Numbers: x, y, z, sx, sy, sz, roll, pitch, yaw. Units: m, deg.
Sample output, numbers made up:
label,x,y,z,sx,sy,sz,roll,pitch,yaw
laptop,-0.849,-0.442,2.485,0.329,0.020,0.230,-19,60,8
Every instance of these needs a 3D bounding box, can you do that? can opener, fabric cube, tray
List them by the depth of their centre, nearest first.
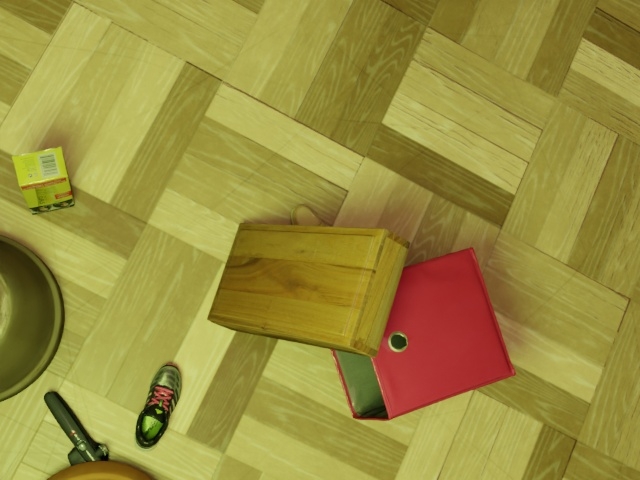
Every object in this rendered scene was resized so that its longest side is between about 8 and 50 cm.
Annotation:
label,x,y,z,sx,sy,sz,roll,pitch,yaw
tray,-0.036,0.077,1.599,0.076,0.411,0.203,27,75,-37
can opener,-0.448,0.355,1.635,0.073,0.059,0.186,-32,90,-15
fabric cube,0.171,0.182,1.701,0.258,0.259,0.254,-16,84,-16

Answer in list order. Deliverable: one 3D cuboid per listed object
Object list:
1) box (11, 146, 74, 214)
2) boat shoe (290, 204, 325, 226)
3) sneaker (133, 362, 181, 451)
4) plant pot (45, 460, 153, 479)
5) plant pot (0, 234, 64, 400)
label,x,y,z,sx,sy,sz,roll,pitch,yaw
box,-0.493,-0.104,1.604,0.087,0.232,0.058,-13,82,-16
boat shoe,0.000,0.000,1.791,0.063,0.059,0.170,-32,90,-15
sneaker,-0.301,0.313,1.667,0.063,0.075,0.170,22,77,-9
plant pot,-0.382,0.548,1.519,0.291,0.203,0.291,-1,95,-13
plant pot,-0.607,0.125,1.521,0.323,0.280,0.323,2,81,-14
